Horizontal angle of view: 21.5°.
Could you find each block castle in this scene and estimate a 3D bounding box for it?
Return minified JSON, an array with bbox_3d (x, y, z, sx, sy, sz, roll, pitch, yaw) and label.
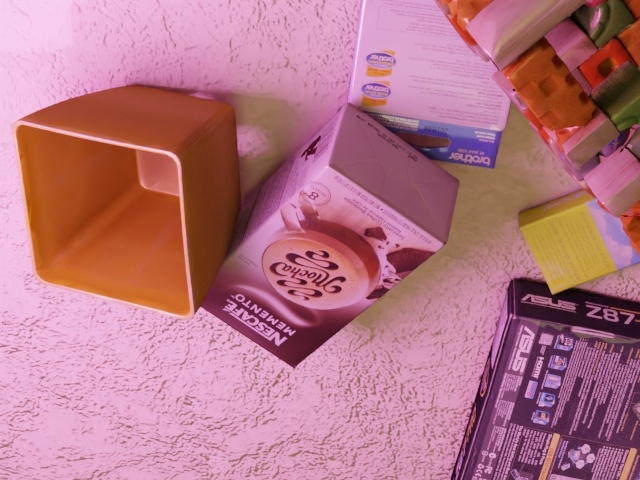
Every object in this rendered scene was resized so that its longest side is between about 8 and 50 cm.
[{"bbox_3d":[0.297,-0.185,1.704,0.213,0.303,0.453,-40,125,7],"label":"block castle"}]

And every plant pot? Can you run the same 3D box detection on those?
[{"bbox_3d":[-0.199,-0.065,1.914,0.212,0.187,0.212,12,124,22],"label":"plant pot"}]

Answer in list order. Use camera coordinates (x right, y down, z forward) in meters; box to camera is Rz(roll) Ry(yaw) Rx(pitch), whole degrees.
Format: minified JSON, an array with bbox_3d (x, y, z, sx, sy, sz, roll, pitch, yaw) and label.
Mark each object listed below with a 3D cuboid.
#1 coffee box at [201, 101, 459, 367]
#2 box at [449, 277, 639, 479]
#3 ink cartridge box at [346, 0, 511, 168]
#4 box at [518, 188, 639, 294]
[{"bbox_3d":[0.000,0.000,1.959,0.168,0.119,0.297,33,133,-16],"label":"coffee box"},{"bbox_3d":[0.346,0.256,2.139,0.318,0.097,0.395,12,122,0],"label":"box"},{"bbox_3d":[0.134,-0.237,1.871,0.185,0.065,0.311,8,119,-1],"label":"ink cartridge box"},{"bbox_3d":[0.337,-0.014,2.002,0.178,0.042,0.109,-21,118,17],"label":"box"}]
